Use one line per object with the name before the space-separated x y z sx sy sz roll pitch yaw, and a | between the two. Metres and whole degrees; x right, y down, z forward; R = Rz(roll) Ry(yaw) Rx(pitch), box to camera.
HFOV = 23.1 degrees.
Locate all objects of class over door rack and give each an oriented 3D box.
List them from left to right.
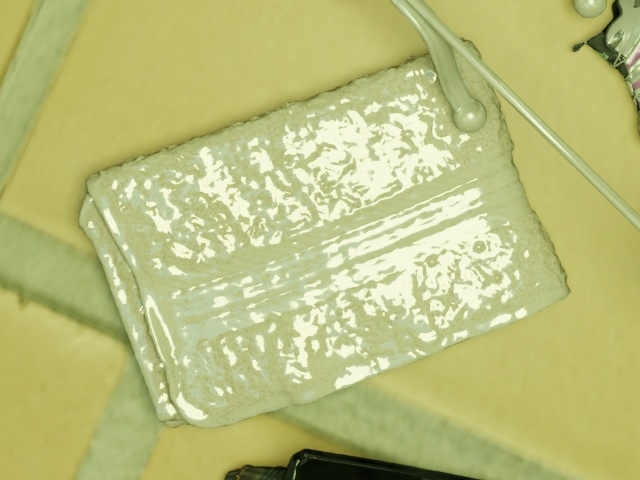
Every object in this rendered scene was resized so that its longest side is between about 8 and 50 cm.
over door rack | 0.197 -0.135 0.937 0.239 0.108 0.324 -44 73 -8

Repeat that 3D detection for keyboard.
keyboard | 0.052 0.195 1.018 0.192 0.038 0.100 15 88 -23

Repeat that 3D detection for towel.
towel | 0.000 0.000 1.009 0.282 0.049 0.187 -21 96 1

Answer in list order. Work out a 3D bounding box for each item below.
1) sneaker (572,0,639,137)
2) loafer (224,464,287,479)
sneaker | 0.196 -0.112 1.010 0.069 0.038 0.098 9 85 0
loafer | -0.031 0.228 1.031 0.061 0.062 0.170 5 97 39
